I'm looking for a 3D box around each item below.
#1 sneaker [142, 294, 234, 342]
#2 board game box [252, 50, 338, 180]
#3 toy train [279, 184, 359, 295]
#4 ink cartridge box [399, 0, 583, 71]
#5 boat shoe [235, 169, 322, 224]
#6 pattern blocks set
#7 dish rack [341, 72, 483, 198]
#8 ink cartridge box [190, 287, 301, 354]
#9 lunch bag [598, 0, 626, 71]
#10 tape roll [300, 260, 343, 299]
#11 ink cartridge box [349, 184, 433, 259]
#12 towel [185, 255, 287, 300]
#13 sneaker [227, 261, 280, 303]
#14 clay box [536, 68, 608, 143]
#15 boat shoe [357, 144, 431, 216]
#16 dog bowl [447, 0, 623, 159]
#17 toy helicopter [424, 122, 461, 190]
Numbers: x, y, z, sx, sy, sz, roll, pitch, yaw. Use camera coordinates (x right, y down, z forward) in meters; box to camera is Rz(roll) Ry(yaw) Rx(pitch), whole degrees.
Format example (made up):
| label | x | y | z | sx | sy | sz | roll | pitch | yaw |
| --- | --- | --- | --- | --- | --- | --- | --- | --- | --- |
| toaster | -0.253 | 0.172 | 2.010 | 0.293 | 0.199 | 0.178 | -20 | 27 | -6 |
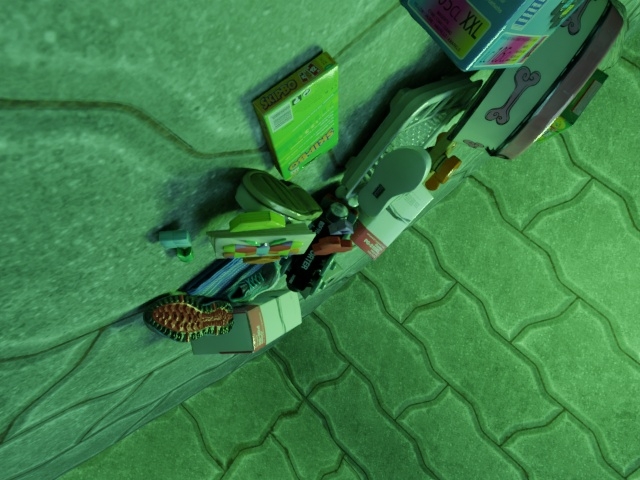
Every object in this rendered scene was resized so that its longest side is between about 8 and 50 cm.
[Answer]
| label | x | y | z | sx | sy | sz | roll | pitch | yaw |
| --- | --- | --- | --- | --- | --- | --- | --- | --- | --- |
| sneaker | -0.319 | 0.192 | 1.118 | 0.125 | 0.104 | 0.262 | -15 | 162 | 25 |
| board game box | -0.028 | -0.178 | 0.760 | 0.124 | 0.039 | 0.259 | -37 | 166 | -6 |
| toy train | 0.000 | 0.000 | 1.268 | 0.190 | 0.142 | 0.334 | -60 | 179 | -46 |
| ink cartridge box | 0.323 | -0.424 | 0.620 | 0.270 | 0.151 | 0.395 | -27 | 162 | -47 |
| boat shoe | -0.084 | -0.049 | 0.896 | 0.103 | 0.113 | 0.302 | -42 | 167 | 11 |
| pattern blocks set | -0.103 | 0.005 | 0.858 | 0.324 | 0.026 | 0.285 | -7 | 165 | 3 |
| dish rack | 0.190 | -0.245 | 1.099 | 0.285 | 0.072 | 0.333 | -30 | 166 | -40 |
| ink cartridge box | -0.207 | 0.227 | 1.385 | 0.207 | 0.117 | 0.283 | -9 | -177 | 25 |
| lunch bag | 0.650 | -0.497 | 1.259 | 0.305 | 0.212 | 0.256 | -31 | 150 | -39 |
| tape roll | -0.002 | 0.175 | 2.169 | 0.219 | 0.072 | 0.219 | -37 | 170 | -8 |
| ink cartridge box | 0.174 | -0.088 | 1.353 | 0.237 | 0.100 | 0.172 | -47 | -155 | 8 |
| towel | -0.192 | 0.075 | 1.240 | 0.243 | 0.040 | 0.336 | -38 | 169 | -2 |
| sneaker | -0.174 | 0.115 | 1.247 | 0.166 | 0.065 | 0.076 | -41 | 166 | 21 |
| clay box | 0.547 | -0.300 | 1.103 | 0.127 | 0.053 | 0.222 | -55 | 175 | 4 |
| boat shoe | 0.173 | -0.137 | 1.067 | 0.088 | 0.096 | 0.267 | -37 | 171 | -28 |
| dog bowl | 0.452 | -0.350 | 1.029 | 0.408 | 0.150 | 0.408 | -55 | 176 | -5 |
| toy helicopter | 0.395 | -0.290 | 1.441 | 0.355 | 0.140 | 0.235 | -46 | 166 | -12 |
